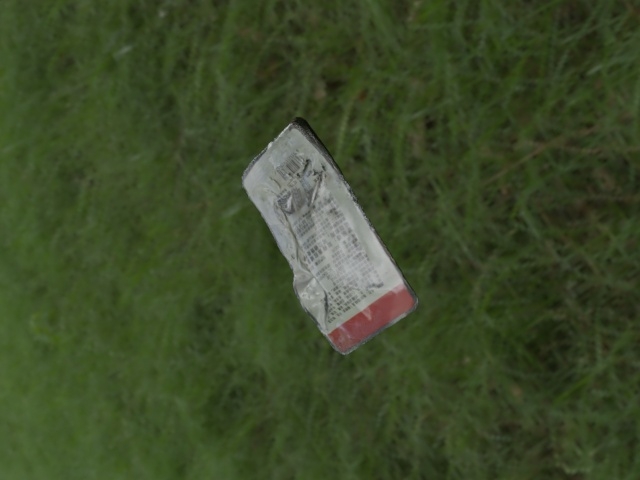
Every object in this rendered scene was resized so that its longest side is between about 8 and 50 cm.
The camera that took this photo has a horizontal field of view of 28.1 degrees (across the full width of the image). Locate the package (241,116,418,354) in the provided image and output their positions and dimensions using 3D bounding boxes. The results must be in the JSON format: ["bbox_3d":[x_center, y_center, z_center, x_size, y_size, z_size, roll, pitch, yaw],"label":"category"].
[{"bbox_3d":[0.000,0.000,1.381,0.154,0.030,0.239,-40,76,48],"label":"package"}]
